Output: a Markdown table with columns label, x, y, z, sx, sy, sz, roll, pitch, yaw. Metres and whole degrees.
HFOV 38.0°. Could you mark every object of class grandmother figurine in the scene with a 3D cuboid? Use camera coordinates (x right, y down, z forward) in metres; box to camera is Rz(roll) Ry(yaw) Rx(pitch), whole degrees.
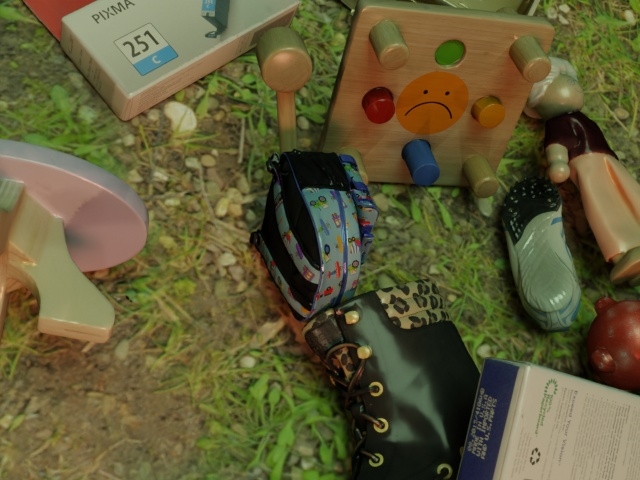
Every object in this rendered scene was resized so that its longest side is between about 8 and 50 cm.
| label | x | y | z | sx | sy | sz | roll | pitch | yaw |
| --- | --- | --- | --- | --- | --- | --- | --- | --- | --- |
| grandmother figurine | 0.374 | -0.106 | 1.273 | 0.207 | 0.104 | 0.343 | 16 | 48 | -54 |

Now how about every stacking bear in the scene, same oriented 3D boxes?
| label | x | y | z | sx | sy | sz | roll | pitch | yaw |
| --- | --- | --- | --- | --- | --- | --- | --- | --- | --- |
| stacking bear | 0.472 | 0.158 | 1.162 | 0.288 | 0.164 | 0.176 | 17 | 61 | -4 |

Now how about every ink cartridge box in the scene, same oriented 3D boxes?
| label | x | y | z | sx | sy | sz | roll | pitch | yaw |
| --- | --- | --- | --- | --- | --- | --- | --- | --- | --- |
| ink cartridge box | 0.258 | 0.310 | 0.973 | 0.330 | 0.071 | 0.324 | 20 | 81 | -39 |
| ink cartridge box | -0.220 | -0.331 | 1.230 | 0.296 | 0.066 | 0.261 | -37 | 81 | -29 |

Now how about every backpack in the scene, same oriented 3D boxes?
| label | x | y | z | sx | sy | sz | roll | pitch | yaw |
| --- | --- | --- | --- | --- | --- | --- | --- | --- | --- |
| backpack | 0.000 | 0.000 | 1.065 | 0.116 | 0.158 | 0.173 | -3 | 44 | -21 |

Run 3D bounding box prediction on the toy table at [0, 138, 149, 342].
| label | x | y | z | sx | sy | sz | roll | pitch | yaw |
| --- | --- | --- | --- | --- | --- | --- | --- | --- | --- |
| toy table | -0.322 | 0.012 | 0.942 | 0.274 | 0.252 | 0.161 | 3 | 47 | -3 |

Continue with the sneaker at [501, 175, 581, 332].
| label | x | y | z | sx | sy | sz | roll | pitch | yaw |
| --- | --- | --- | --- | --- | --- | --- | --- | --- | --- |
| sneaker | 0.288 | 0.015 | 1.223 | 0.085 | 0.086 | 0.237 | -7 | 51 | 11 |

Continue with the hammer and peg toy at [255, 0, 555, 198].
| label | x | y | z | sx | sy | sz | roll | pitch | yaw |
| --- | --- | --- | --- | --- | --- | --- | --- | --- | --- |
| hammer and peg toy | 0.084 | -0.173 | 1.153 | 0.361 | 0.266 | 0.127 | 1 | 42 | -16 |

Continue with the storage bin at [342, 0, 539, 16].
| label | x | y | z | sx | sy | sz | roll | pitch | yaw |
| --- | --- | --- | --- | --- | --- | --- | --- | --- | --- |
| storage bin | 0.195 | -0.402 | 1.362 | 0.260 | 0.123 | 0.262 | 31 | 60 | -2 |

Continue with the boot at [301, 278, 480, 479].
| label | x | y | z | sx | sy | sz | roll | pitch | yaw |
| --- | --- | --- | --- | --- | --- | --- | --- | --- | --- |
| boot | 0.055 | 0.213 | 1.006 | 0.377 | 0.138 | 0.284 | -17 | 72 | -28 |
